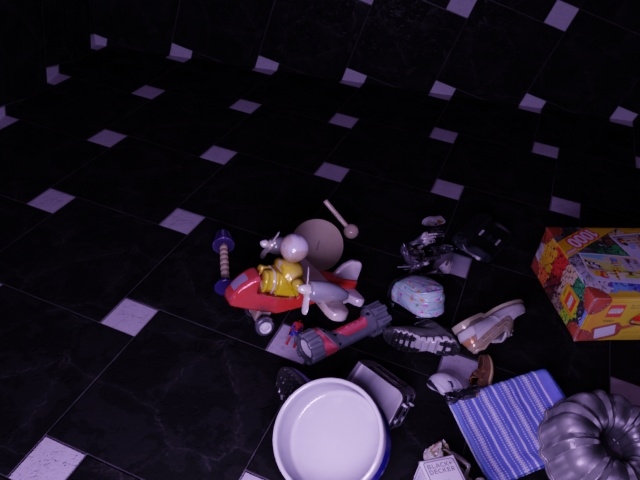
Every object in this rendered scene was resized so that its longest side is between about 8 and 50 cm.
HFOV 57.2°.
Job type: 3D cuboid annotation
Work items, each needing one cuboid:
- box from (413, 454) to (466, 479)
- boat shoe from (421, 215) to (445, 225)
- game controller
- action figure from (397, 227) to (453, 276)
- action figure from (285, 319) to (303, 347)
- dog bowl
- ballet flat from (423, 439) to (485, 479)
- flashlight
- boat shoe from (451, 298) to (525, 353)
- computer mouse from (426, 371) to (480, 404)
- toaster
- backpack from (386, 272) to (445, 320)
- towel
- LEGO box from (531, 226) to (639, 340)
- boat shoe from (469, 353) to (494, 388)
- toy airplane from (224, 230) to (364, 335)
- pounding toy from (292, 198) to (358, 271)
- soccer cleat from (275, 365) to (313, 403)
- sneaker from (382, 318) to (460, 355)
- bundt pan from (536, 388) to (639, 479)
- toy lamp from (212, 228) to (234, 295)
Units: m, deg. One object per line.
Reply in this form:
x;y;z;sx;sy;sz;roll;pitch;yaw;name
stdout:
0.290;0.635;1.258;0.087;0.169;0.290;-6;39;-16;box
0.442;-0.072;2.286;0.100;0.035;0.035;-8;37;-28;boat shoe
0.605;-0.010;2.186;0.166;0.067;0.319;41;38;13;game controller
0.369;0.046;2.025;0.141;0.164;0.276;-18;13;38;action figure
-0.076;0.278;1.769;0.038;0.030;0.115;17;34;5;action figure
0.029;0.463;1.372;0.265;0.104;0.264;-8;62;16;dog bowl
0.344;0.575;1.400;0.241;0.077;0.091;41;12;35;ballet flat
0.071;0.265;1.749;0.304;0.103;0.103;-23;44;-31;flashlight
0.539;0.268;1.823;0.303;0.113;0.103;-16;67;-32;boat shoe
0.346;0.392;1.596;0.106;0.042;0.193;-11;6;-17;computer mouse
0.146;0.397;1.528;0.186;0.110;0.168;33;1;24;toaster
0.312;0.176;1.864;0.152;0.115;0.182;-20;28;-22;backpack
0.531;0.481;1.550;0.336;0.040;0.243;-11;55;-21;towel
1.034;0.138;1.978;0.501;0.193;0.372;0;38;-8;LEGO box
0.457;0.392;1.674;0.060;0.064;0.178;14;41;5;boat shoe
-0.048;0.103;1.771;0.387;0.272;0.384;8;27;22;toy airplane
0.000;0.000;2.056;0.183;0.110;0.237;42;83;-2;pounding toy
0.013;0.438;1.536;0.318;0.108;0.116;34;26;32;soccer cleat
0.302;0.285;1.781;0.235;0.078;0.106;9;35;-3;sneaker
0.721;0.517;1.459;0.331;0.124;0.330;5;50;-6;bundt pan
-0.323;0.065;1.965;0.080;0.080;0.274;0;40;-9;toy lamp
